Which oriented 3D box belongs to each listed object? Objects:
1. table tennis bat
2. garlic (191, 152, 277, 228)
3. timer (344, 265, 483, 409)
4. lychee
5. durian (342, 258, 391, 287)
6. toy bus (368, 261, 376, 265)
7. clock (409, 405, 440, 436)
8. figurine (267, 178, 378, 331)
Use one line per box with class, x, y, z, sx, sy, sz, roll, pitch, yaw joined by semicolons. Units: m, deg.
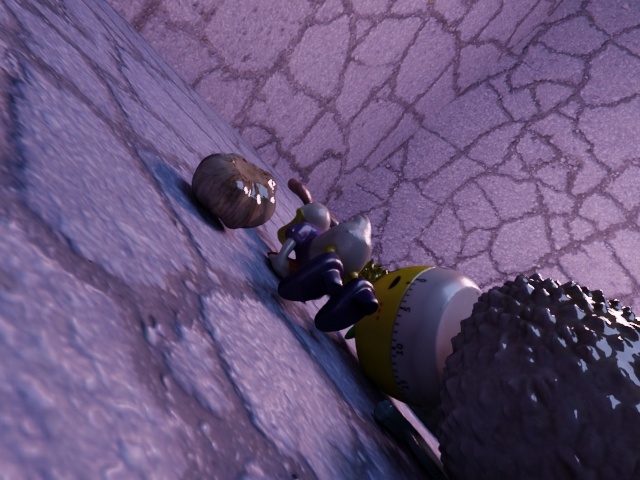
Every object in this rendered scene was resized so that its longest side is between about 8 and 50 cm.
table tennis bat;0.147;0.319;0.818;0.201;0.033;0.124;50;2;-30
garlic;-0.145;-0.079;0.844;0.147;0.102;0.159;44;22;0
timer;0.160;0.174;0.981;0.285;0.285;0.285;49;5;-5
lychee;0.346;0.248;0.718;0.380;0.381;0.432;46;31;-37
durian;0.162;0.165;1.395;0.355;0.169;0.157;47;-2;-31
toy bus;0.205;0.201;1.585;0.262;0.150;0.128;45;5;-27
clock;0.245;0.359;1.242;0.312;0.061;0.312;48;5;-5
figurine;-0.002;0.005;0.964;0.154;0.193;0.421;44;2;-25
